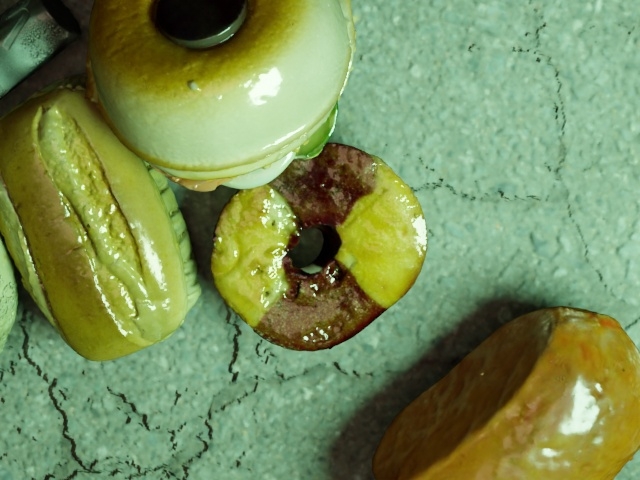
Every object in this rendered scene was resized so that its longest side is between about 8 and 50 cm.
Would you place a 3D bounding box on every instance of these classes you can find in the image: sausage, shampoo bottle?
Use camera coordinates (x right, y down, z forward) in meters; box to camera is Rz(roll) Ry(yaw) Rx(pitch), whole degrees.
[{"bbox_3d":[0.160,0.169,1.216,0.141,0.153,0.268,39,104,-26],"label":"sausage"},{"bbox_3d":[-0.298,-0.132,1.249,0.207,0.057,0.063,-35,109,14],"label":"shampoo bottle"}]

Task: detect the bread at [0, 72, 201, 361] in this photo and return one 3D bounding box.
[{"bbox_3d":[-0.195,-0.017,1.238,0.140,0.106,0.236,-22,98,12],"label":"bread"}]

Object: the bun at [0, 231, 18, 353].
[{"bbox_3d":[-0.383,0.048,1.227,0.259,0.152,0.259,3,111,9],"label":"bun"}]

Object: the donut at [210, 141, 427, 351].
[{"bbox_3d":[0.000,0.000,1.238,0.166,0.073,0.184,35,104,-3],"label":"donut"}]

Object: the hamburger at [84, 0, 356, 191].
[{"bbox_3d":[-0.083,-0.154,1.165,0.236,0.147,0.237,-4,65,8],"label":"hamburger"}]
